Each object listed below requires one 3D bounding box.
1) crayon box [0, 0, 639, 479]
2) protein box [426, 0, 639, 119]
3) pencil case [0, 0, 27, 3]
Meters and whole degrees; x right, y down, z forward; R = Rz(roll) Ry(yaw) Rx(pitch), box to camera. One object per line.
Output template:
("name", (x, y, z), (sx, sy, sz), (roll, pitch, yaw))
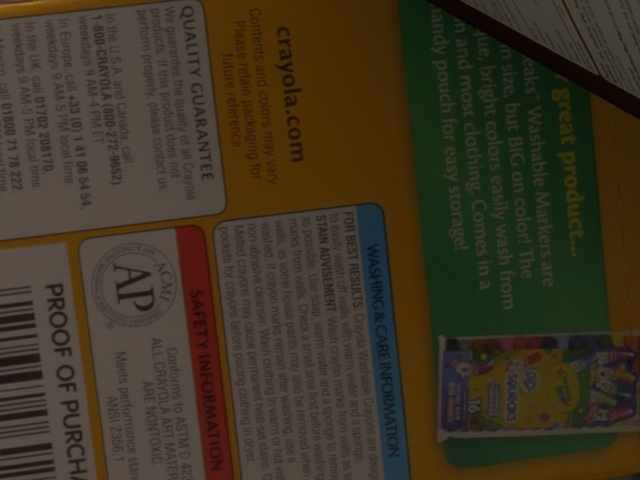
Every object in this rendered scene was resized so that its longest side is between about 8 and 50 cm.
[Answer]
("crayon box", (0.000, 0.000, 0.660), (0.083, 0.323, 0.203), (-135, 39, -80))
("protein box", (0.106, -0.161, 0.526), (0.201, 0.136, 0.200), (34, 83, 30))
("pencil case", (-0.093, -0.100, 0.784), (0.284, 0.124, 0.124), (53, 128, 17))
